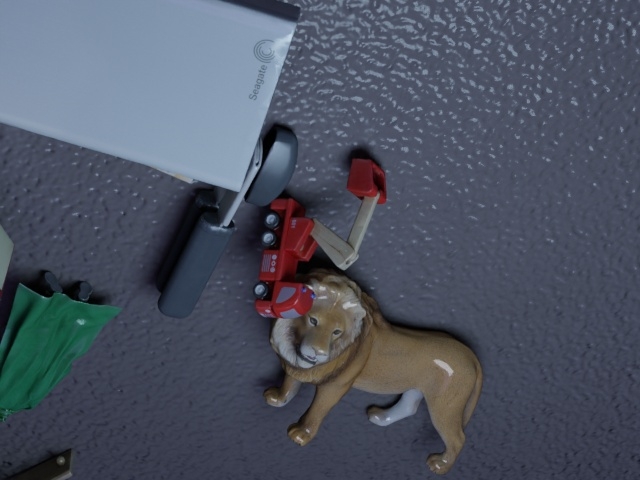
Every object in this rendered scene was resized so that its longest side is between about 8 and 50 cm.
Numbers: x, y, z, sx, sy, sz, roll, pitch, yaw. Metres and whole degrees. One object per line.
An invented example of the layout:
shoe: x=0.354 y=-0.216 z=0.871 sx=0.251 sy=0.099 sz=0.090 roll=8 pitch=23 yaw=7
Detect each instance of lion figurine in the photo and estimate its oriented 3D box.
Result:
lion figurine: x=0.083 y=0.158 z=2.204 sx=0.392 sy=0.142 sz=0.240 roll=11 pitch=122 yaw=-35

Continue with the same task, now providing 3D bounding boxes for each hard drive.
hard drive: x=-0.223 y=-0.197 z=1.842 sx=0.353 sy=0.047 sz=0.233 roll=16 pitch=127 yaw=-7

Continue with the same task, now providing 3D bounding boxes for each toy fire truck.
toy fire truck: x=0.000 y=0.000 z=2.027 sx=0.135 sy=0.192 sz=0.047 roll=2 pitch=164 yaw=25

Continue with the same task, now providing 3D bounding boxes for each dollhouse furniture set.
dollhouse furniture set: x=-0.413 y=0.285 z=2.234 sx=0.123 sy=0.144 sz=0.151 roll=-26 pitch=115 yaw=8

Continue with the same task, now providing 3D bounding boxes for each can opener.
can opener: x=-0.115 y=-0.017 z=2.039 sx=0.093 sy=0.074 sz=0.280 roll=18 pitch=127 yaw=-23

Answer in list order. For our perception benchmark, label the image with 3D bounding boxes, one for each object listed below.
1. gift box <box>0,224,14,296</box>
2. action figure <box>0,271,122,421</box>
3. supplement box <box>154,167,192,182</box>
gift box: x=-0.489 y=0.006 z=1.888 sx=0.276 sy=0.255 sz=0.258 roll=-15 pitch=134 yaw=16
action figure: x=-0.360 y=0.143 z=2.151 sx=0.137 sy=0.063 sz=0.232 roll=19 pitch=122 yaw=-25
supplement box: x=-0.176 y=-0.113 z=1.971 sx=0.098 sy=0.036 sz=0.062 roll=22 pitch=125 yaw=-25
